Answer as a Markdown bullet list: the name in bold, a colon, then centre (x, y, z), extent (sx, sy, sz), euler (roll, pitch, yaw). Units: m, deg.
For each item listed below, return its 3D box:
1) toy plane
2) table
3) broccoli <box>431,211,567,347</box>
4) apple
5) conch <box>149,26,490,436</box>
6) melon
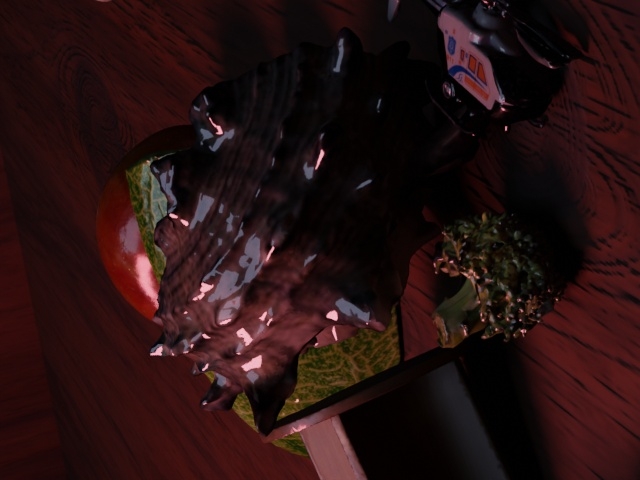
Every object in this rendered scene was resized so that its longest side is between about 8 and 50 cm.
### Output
- **toy plane**: centre (0.090, -0.123, 1.085), extent (0.197, 0.053, 0.078), euler (-126, 35, -47)
- **table**: centre (0.080, 0.198, 1.231), extent (0.227, 0.167, 0.167), euler (65, 162, 3)
- **broccoli**: centre (0.100, 0.024, 1.105), extent (0.097, 0.092, 0.095), euler (52, 176, 19)
- **apple**: centre (-0.104, -0.010, 1.580), extent (0.168, 0.181, 0.181), euler (-83, -16, -74)
- **conch**: centre (-0.001, -0.009, 1.216), extent (0.186, 0.240, 0.313), euler (37, 131, 13)
- **melon**: centre (-0.015, 0.057, 1.447), extent (0.124, 0.196, 0.323), euler (-54, -52, -66)
